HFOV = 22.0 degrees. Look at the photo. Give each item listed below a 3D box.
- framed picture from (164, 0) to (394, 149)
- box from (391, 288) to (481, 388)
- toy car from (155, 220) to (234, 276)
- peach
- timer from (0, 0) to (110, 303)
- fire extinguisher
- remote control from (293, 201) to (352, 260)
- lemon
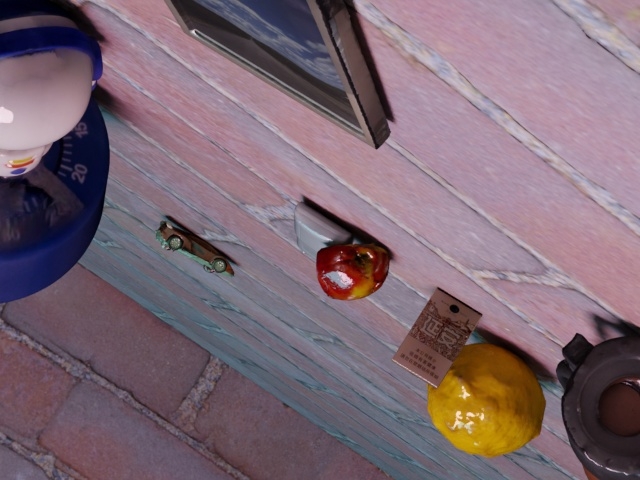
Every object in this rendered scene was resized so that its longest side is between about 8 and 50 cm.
[{"bbox_3d":[-0.048,-0.156,1.080,0.189,0.023,0.260,32,171,19],"label":"framed picture"},{"bbox_3d":[0.112,0.095,1.589,0.053,0.083,0.024,31,175,6],"label":"box"},{"bbox_3d":[-0.166,0.015,2.206,0.122,0.035,0.059,27,172,-14],"label":"toy car"},{"bbox_3d":[0.029,0.033,1.581,0.077,0.050,0.083,3,170,-16],"label":"peach"},{"bbox_3d":[-0.302,-0.113,1.550,0.270,0.270,0.383,34,154,-6],"label":"timer"},{"bbox_3d":[0.278,0.164,1.440,0.376,0.113,0.200,56,-163,-63],"label":"fire extinguisher"},{"bbox_3d":[0.000,0.000,1.638,0.061,0.029,0.162,33,169,8],"label":"remote control"},{"bbox_3d":[0.168,0.163,1.659,0.114,0.114,0.155,26,174,35],"label":"lemon"}]
